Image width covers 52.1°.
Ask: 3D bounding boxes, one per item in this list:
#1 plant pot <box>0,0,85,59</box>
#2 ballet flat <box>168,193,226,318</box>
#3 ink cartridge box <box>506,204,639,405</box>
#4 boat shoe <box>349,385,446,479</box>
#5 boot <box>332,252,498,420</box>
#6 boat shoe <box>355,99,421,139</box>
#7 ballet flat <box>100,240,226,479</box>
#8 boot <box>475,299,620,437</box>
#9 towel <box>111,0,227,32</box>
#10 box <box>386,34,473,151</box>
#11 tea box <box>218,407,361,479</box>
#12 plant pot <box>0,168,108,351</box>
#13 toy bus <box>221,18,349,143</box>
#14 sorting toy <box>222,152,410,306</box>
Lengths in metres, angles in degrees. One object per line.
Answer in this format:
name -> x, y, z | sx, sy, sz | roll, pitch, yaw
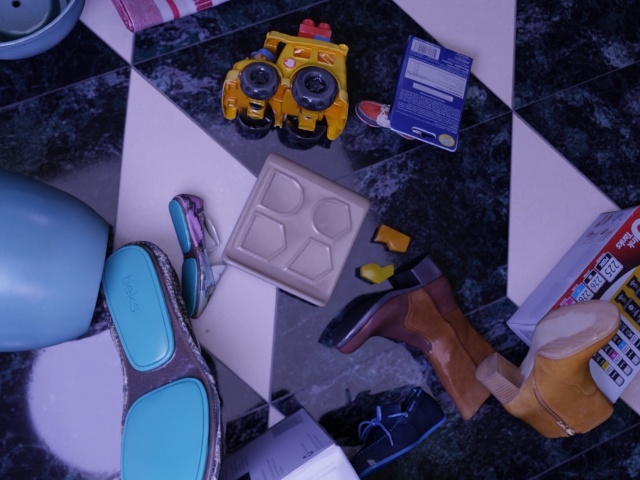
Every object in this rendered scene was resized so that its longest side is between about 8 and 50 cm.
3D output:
plant pot -> -0.522, -0.425, 1.083 | 0.292, 0.196, 0.293 | 1, 84, -10
ballet flat -> -0.212, 0.025, 1.158 | 0.079, 0.077, 0.222 | -7, 85, -36
ink cartridge box -> 0.565, 0.140, 1.239 | 0.272, 0.130, 0.309 | 44, 79, -4
boat shoe -> 0.118, 0.326, 1.125 | 0.109, 0.258, 0.089 | -42, 73, 28
boot -> 0.183, 0.205, 1.184 | 0.264, 0.096, 0.280 | -37, 95, -33
boat shoe -> 0.132, -0.234, 1.249 | 0.137, 0.043, 0.049 | 24, 83, -6
ballet flat -> -0.228, 0.226, 1.021 | 0.164, 0.182, 0.483 | -23, 61, 7
boot -> 0.434, 0.228, 1.111 | 0.211, 0.295, 0.104 | 36, 41, -15
towel -> -0.252, -0.522, 1.169 | 0.329, 0.037, 0.237 | -31, 91, -29
box -> 0.206, -0.274, 1.241 | 0.136, 0.036, 0.225 | 19, 64, -7
tea box -> -0.010, 0.473, 1.008 | 0.220, 0.329, 0.324 | -30, 91, -11
plant pot -> -0.462, 0.039, 1.010 | 0.235, 0.293, 0.293 | 12, 82, -21
toy bus -> -0.055, -0.306, 1.184 | 0.220, 0.149, 0.212 | 8, 70, -6
sorting toy -> 0.000, 0.000, 1.207 | 0.307, 0.041, 0.229 | 26, 76, -9
